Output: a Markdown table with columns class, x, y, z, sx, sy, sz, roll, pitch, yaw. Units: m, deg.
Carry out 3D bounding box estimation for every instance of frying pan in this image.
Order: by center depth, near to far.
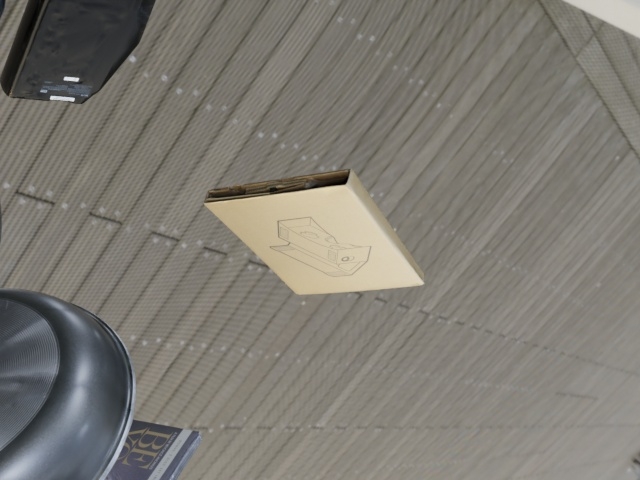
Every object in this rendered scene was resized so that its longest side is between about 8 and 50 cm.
| class | x | y | z | sx | sy | sz | roll | pitch | yaw |
| --- | --- | --- | --- | --- | --- | --- | --- | --- | --- |
| frying pan | -0.203 | 0.052 | 0.412 | 0.197 | 0.326 | 0.053 | 1 | 132 | 3 |

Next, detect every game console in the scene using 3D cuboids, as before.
| class | x | y | z | sx | sy | sz | roll | pitch | yaw |
| --- | --- | --- | --- | --- | --- | --- | --- | --- | --- |
| game console | -0.353 | -0.243 | 0.677 | 0.361 | 0.044 | 0.213 | -6 | 148 | -47 |

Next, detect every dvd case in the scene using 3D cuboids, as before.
| class | x | y | z | sx | sy | sz | roll | pitch | yaw |
| --- | --- | --- | --- | --- | --- | --- | --- | --- | --- |
| dvd case | -0.266 | 0.255 | 0.712 | 0.164 | 0.221 | 0.018 | -55 | 144 | -55 |

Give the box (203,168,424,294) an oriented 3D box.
| class | x | y | z | sx | sy | sz | roll | pitch | yaw |
| --- | --- | --- | --- | --- | --- | --- | --- | --- | --- |
| box | 0.000 | 0.000 | 0.685 | 0.201 | 0.164 | 0.021 | 49 | 44 | -47 |
